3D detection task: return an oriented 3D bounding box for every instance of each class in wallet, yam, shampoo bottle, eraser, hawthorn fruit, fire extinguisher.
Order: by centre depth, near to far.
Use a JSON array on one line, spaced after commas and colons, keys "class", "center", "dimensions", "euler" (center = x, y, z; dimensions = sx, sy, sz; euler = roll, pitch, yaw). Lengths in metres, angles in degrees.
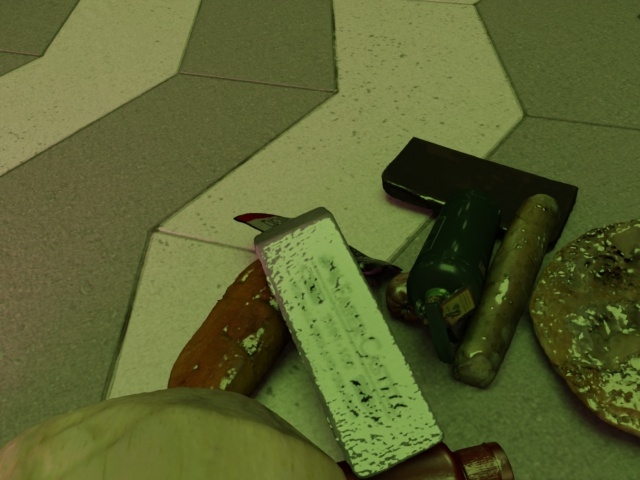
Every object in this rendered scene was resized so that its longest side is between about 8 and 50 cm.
[{"class": "shampoo bottle", "center": [0.078, 0.280, 0.644], "dimensions": [0.260, 0.064, 0.102], "euler": [-11, 39, -6]}, {"class": "eraser", "center": [0.019, 0.101, 0.715], "dimensions": [0.111, 0.077, 0.352], "euler": [-25, 64, -2]}, {"class": "fire extinguisher", "center": [0.185, 0.035, 0.807], "dimensions": [0.095, 0.114, 0.311], "euler": [-16, 17, 30]}, {"class": "yam", "center": [0.264, 0.060, 0.827], "dimensions": [0.071, 0.067, 0.317], "euler": [42, 59, -14]}, {"class": "hawthorn fruit", "center": [0.132, 0.071, 0.855], "dimensions": [0.066, 0.067, 0.103], "euler": [12, 34, 17]}, {"class": "wallet", "center": [0.265, -0.086, 1.006], "dimensions": [0.309, 0.042, 0.165], "euler": [23, 52, 21]}]

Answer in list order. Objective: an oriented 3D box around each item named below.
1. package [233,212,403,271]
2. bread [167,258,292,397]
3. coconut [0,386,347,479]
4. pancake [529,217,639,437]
[{"class": "package", "center": [0.000, 0.000, 0.900], "dimensions": [0.239, 0.030, 0.154], "euler": [25, 12, 28]}, {"class": "bread", "center": [-0.106, 0.143, 0.786], "dimensions": [0.124, 0.084, 0.344], "euler": [2, 43, 33]}, {"class": "coconut", "center": [-0.129, 0.324, 0.415], "dimensions": [0.344, 0.415, 0.415], "euler": [16, 44, -10]}, {"class": "pancake", "center": [0.474, 0.109, 0.764], "dimensions": [0.387, 0.082, 0.387], "euler": [-7, 46, 8]}]
